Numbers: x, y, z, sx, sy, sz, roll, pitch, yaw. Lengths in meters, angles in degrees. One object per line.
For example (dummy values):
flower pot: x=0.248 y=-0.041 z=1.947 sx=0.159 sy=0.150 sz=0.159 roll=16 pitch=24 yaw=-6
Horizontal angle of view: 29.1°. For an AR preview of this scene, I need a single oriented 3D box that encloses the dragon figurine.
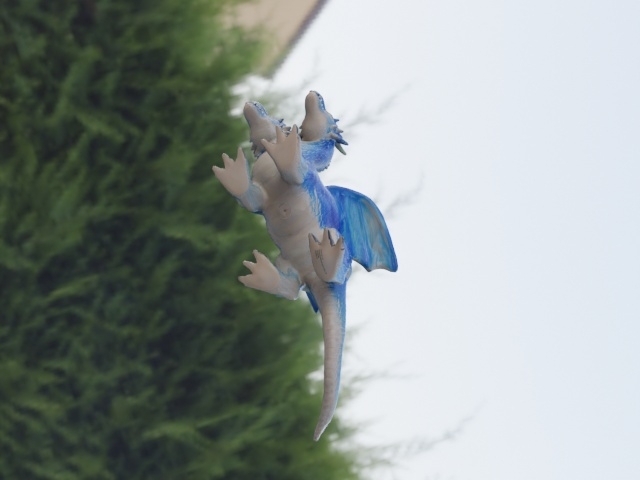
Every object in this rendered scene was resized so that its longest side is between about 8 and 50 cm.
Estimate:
dragon figurine: x=0.000 y=0.000 z=0.929 sx=0.144 sy=0.085 sz=0.289 roll=17 pitch=48 yaw=-63
